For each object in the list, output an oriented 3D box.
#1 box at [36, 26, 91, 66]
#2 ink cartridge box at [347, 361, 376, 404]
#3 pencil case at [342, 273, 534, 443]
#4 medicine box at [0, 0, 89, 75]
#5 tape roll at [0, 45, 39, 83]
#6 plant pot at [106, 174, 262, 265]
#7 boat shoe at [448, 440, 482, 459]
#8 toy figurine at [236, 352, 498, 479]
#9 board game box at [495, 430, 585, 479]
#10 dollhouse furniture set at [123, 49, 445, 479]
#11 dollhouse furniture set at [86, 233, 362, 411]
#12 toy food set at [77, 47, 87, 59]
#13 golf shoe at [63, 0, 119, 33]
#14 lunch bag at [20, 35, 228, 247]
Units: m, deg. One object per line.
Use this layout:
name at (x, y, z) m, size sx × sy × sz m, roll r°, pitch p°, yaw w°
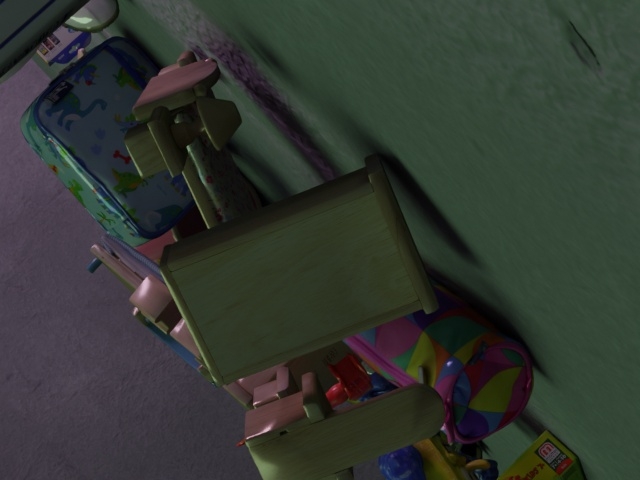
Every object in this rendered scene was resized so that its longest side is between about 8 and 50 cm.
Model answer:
box at (-0.369, -0.298, 1.593) m, size 0.136 × 0.081 × 0.028 m, roll 47°, pitch 173°, yaw -4°
ink cartridge box at (-0.001, 0.147, 1.569) m, size 0.307 × 0.072 × 0.303 m, roll 18°, pitch 166°, yaw 14°
pencil case at (0.077, 0.078, 1.020) m, size 0.236 × 0.104 × 0.104 m, roll 38°, pitch 169°, yaw 50°
medicine box at (-0.320, -0.244, 0.872) m, size 0.289 × 0.263 × 0.149 m, roll 48°, pitch 172°, yaw -14°
tape roll at (-0.446, -0.304, 1.363) m, size 0.246 × 0.246 × 0.169 m, roll 44°, pitch 172°, yaw 21°
plant pot at (-0.167, -0.021, 1.595) m, size 0.201 × 0.201 × 0.180 m, roll 48°, pitch 158°, yaw -12°
boat shoe at (0.202, 0.299, 1.682) m, size 0.049 × 0.056 × 0.152 m, roll 47°, pitch 175°, yaw 37°
toy figurine at (0.097, 0.257, 1.254) m, size 0.217 × 0.191 × 0.362 m, roll 55°, pitch -173°, yaw 22°
board game box at (0.227, 0.269, 1.225) m, size 0.043 × 0.092 × 0.181 m, roll 43°, pitch 172°, yaw 33°
dollhouse furniture set at (-0.014, -0.013, 1.009) m, size 0.355 × 0.174 × 0.303 m, roll -94°, pitch -18°, yaw -70°
dollhouse furniture set at (-0.108, 0.030, 1.300) m, size 0.303 × 0.198 × 0.286 m, roll 35°, pitch 167°, yaw 32°
toy food set at (-0.231, -0.177, 1.564) m, size 0.218 × 0.071 × 0.128 m, roll 38°, pitch 142°, yaw 33°
golf shoe at (-0.278, -0.282, 1.208) m, size 0.186 × 0.067 × 0.086 m, roll 44°, pitch 171°, yaw 18°
lunch bag at (-0.226, -0.119, 1.406) m, size 0.219 × 0.176 × 0.090 m, roll 50°, pitch 150°, yaw -11°
